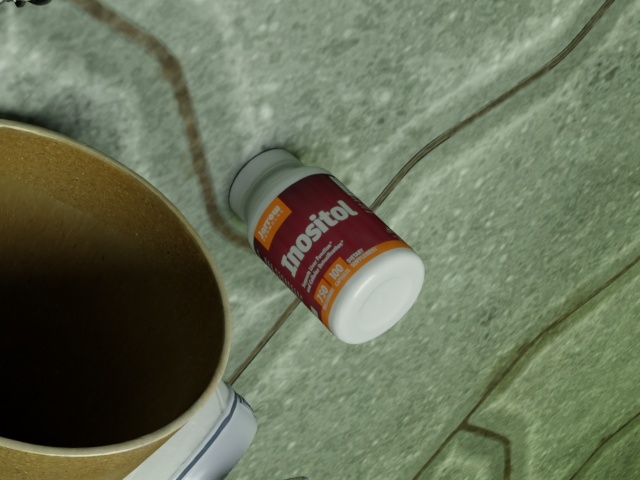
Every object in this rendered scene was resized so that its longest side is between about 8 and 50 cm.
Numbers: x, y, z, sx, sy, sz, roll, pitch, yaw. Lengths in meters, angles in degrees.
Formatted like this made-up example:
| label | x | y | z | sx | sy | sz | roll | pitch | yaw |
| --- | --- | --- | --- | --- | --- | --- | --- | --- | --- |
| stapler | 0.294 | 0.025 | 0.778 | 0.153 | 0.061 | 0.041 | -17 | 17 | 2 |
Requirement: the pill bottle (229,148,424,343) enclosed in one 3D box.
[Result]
| label | x | y | z | sx | sy | sz | roll | pitch | yaw |
| --- | --- | --- | --- | --- | --- | --- | --- | --- | --- |
| pill bottle | 0.000 | 0.000 | 0.976 | 0.086 | 0.152 | 0.086 | -30 | 145 | -24 |

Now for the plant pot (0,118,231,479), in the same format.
| label | x | y | z | sx | sy | sz | roll | pitch | yaw |
| --- | --- | --- | --- | --- | --- | --- | --- | --- | --- |
| plant pot | -0.212 | 0.098 | 0.793 | 0.237 | 0.237 | 0.254 | -12 | 147 | -43 |

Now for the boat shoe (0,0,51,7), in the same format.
| label | x | y | z | sx | sy | sz | roll | pitch | yaw |
| --- | --- | --- | --- | --- | --- | --- | --- | --- | --- |
| boat shoe | -0.152 | -0.164 | 0.690 | 0.228 | 0.080 | 0.076 | -46 | 148 | -15 |

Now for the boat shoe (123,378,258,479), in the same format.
| label | x | y | z | sx | sy | sz | roll | pitch | yaw |
| --- | --- | --- | --- | --- | --- | --- | --- | --- | --- |
| boat shoe | -0.211 | 0.208 | 0.968 | 0.367 | 0.136 | 0.156 | -47 | 109 | -22 |

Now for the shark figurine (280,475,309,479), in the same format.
| label | x | y | z | sx | sy | sz | roll | pitch | yaw |
| --- | --- | --- | --- | --- | --- | --- | --- | --- | --- |
| shark figurine | -0.101 | 0.265 | 1.066 | 0.166 | 0.116 | 0.278 | -46 | -167 | -21 |
